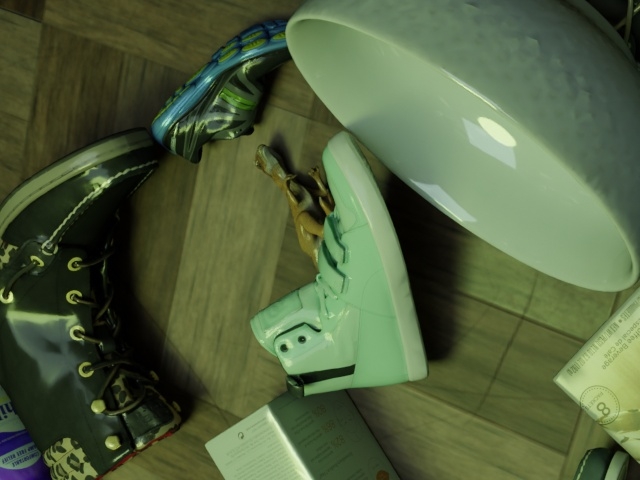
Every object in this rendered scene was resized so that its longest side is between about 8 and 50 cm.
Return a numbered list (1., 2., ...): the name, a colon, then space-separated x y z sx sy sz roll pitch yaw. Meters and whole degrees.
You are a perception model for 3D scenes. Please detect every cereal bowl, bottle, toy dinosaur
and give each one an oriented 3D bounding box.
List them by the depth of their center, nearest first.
1. cereal bowl: 0.145 -0.114 1.049 0.339 0.339 0.141 37 81 17
2. toy dinosaur: 0.000 0.000 1.287 0.112 0.064 0.211 -26 79 49
3. bottle: -0.362 0.238 1.487 0.283 0.118 0.092 53 132 16

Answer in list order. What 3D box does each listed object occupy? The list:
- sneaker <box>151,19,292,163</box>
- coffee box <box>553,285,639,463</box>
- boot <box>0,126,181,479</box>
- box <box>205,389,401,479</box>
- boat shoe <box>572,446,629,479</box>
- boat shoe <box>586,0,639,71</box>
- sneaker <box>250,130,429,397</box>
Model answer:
1. sneaker: -0.080 -0.144 1.292 0.188 0.067 0.078 -38 111 24
2. coffee box: 0.362 0.147 1.076 0.297 0.119 0.168 44 118 13
3. boot: -0.235 0.082 1.381 0.377 0.138 0.284 -38 81 34
4. box: -0.007 0.230 1.294 0.091 0.130 0.170 -34 84 30
5. boat shoe: 0.182 0.307 1.218 0.099 0.116 0.319 29 119 16
6. boat shoe: 0.228 -0.196 1.084 0.305 0.091 0.109 35 116 18
7. sneaker: 0.001 0.034 1.206 0.151 0.094 0.256 -14 115 2
